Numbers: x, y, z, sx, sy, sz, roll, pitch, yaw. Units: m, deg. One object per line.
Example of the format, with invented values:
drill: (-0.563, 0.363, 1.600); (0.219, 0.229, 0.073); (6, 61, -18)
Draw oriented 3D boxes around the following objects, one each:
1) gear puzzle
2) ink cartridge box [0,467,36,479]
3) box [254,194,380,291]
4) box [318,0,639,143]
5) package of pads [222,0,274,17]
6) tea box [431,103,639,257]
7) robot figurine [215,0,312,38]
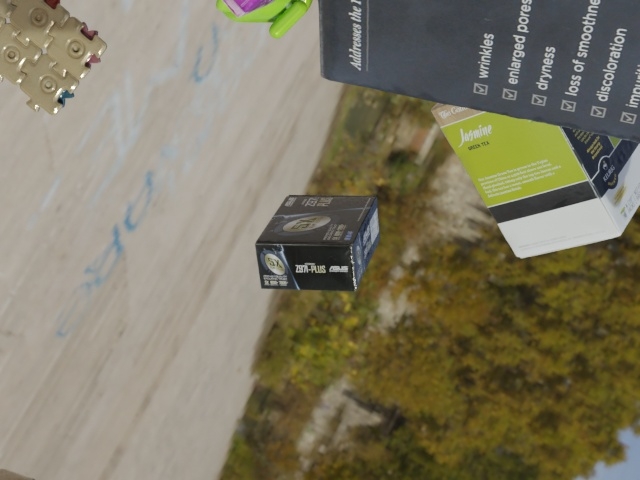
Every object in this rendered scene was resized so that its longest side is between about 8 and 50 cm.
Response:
gear puzzle: (-0.528, -0.372, 1.806); (0.175, 0.339, 0.044); (-49, -178, 14)
ink cartridge box: (-0.313, 0.372, 1.030); (0.088, 0.193, 0.235); (-5, -142, 50)
box: (0.000, 0.000, 1.609); (0.180, 0.147, 0.078); (-59, 147, -60)
box: (0.252, -0.355, 0.958); (0.480, 0.471, 0.297); (88, 16, -55)
package of pads: (-0.039, -0.189, 0.766); (0.050, 0.032, 0.083); (-39, -174, 22)
tea box: (0.418, -0.203, 1.868); (0.220, 0.324, 0.329); (-15, -157, 45)
robot figurine: (-0.054, -0.243, 1.032); (0.115, 0.101, 0.067); (-10, 138, -42)
